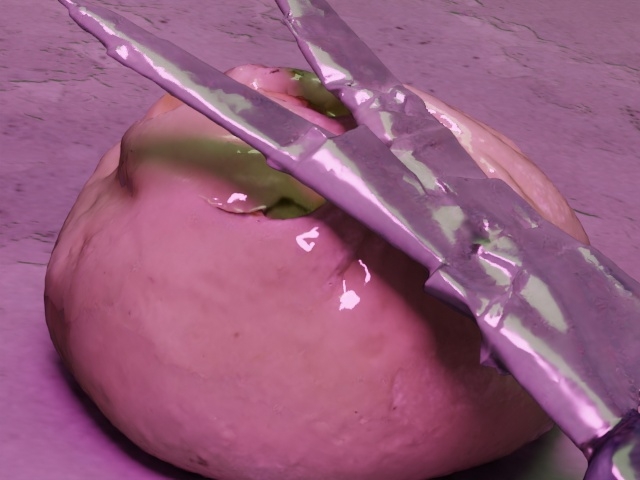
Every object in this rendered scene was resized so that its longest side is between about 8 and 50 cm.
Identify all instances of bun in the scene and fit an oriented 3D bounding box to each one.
[{"bbox_3d":[0.000,0.000,0.727,0.231,0.133,0.231,7,24,-3],"label":"bun"}]

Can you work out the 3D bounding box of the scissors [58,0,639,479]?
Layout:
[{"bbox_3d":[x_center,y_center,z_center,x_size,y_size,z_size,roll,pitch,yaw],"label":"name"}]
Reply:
[{"bbox_3d":[0.072,0.023,0.616,0.383,0.029,0.256,42,47,15],"label":"scissors"}]
